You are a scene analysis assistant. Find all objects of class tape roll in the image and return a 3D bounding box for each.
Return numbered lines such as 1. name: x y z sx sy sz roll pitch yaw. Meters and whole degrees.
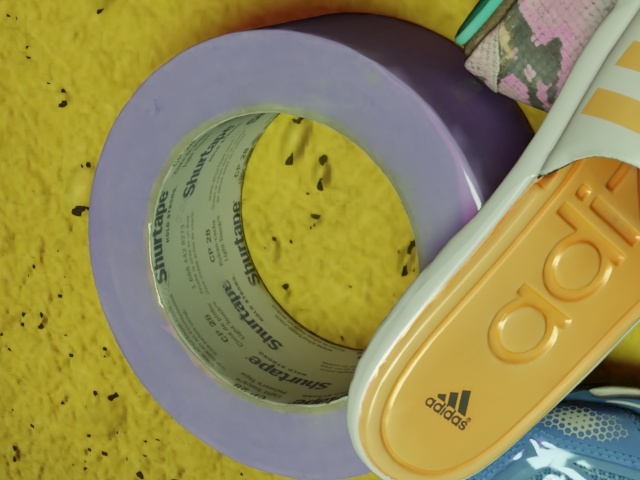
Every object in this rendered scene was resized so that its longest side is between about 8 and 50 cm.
1. tape roll: 0.000 0.000 0.601 0.189 0.080 0.189 7 106 25

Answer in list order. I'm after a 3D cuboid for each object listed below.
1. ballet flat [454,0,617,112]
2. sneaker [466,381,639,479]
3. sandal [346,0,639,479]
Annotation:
1. ballet flat: 0.130 -0.137 0.508 0.079 0.077 0.222 28 121 -2
2. sneaker: 0.174 0.193 0.522 0.330 0.147 0.130 48 119 10
3. sandal: 0.117 -0.003 0.489 0.102 0.076 0.265 33 98 -27
